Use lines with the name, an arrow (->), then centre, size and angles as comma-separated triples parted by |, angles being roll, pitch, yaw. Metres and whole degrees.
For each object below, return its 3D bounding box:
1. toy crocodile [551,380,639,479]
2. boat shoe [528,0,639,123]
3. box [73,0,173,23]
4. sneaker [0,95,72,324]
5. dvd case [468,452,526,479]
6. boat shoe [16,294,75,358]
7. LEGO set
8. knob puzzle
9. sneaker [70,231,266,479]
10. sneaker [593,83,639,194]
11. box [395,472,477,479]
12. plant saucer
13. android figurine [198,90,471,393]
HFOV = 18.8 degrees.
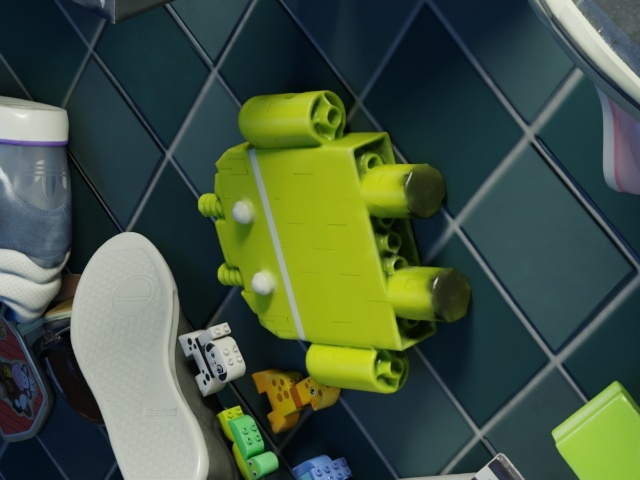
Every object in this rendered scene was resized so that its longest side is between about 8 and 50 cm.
toy crocodile -> 0.281, 0.241, 1.290 | 0.115, 0.105, 0.340 | -44, 68, 9
boat shoe -> 0.284, -0.090, 1.030 | 0.500, 0.187, 0.156 | 48, 136, 13
box -> -0.070, -0.268, 1.311 | 0.059, 0.232, 0.183 | 32, 133, 34
sneaker -> -0.363, -0.025, 1.865 | 0.322, 0.130, 0.236 | 11, 100, 42
dvd case -> 0.098, 0.280, 1.348 | 0.221, 0.018, 0.164 | -44, 77, 18
boat shoe -> -0.240, 0.082, 1.835 | 0.152, 0.056, 0.049 | -18, 99, 61
LEGO set -> -0.024, 0.159, 1.633 | 0.093, 0.087, 0.227 | -36, 75, 50
knob puzzle -> -0.352, 0.137, 2.069 | 0.213, 0.030, 0.213 | 28, 130, 39
sneaker -> -0.136, 0.136, 1.736 | 0.147, 0.104, 0.296 | 50, -163, -53
sneaker -> 0.213, -0.087, 1.221 | 0.070, 0.051, 0.134 | 18, 127, 43
box -> 0.044, 0.234, 1.499 | 0.145, 0.186, 0.038 | -14, 97, 54
plant saucer -> -0.228, 0.116, 1.905 | 0.168, 0.029, 0.168 | 29, 131, 40
android figurine -> 0.000, 0.000, 1.533 | 0.273, 0.056, 0.248 | 4, 113, 48
